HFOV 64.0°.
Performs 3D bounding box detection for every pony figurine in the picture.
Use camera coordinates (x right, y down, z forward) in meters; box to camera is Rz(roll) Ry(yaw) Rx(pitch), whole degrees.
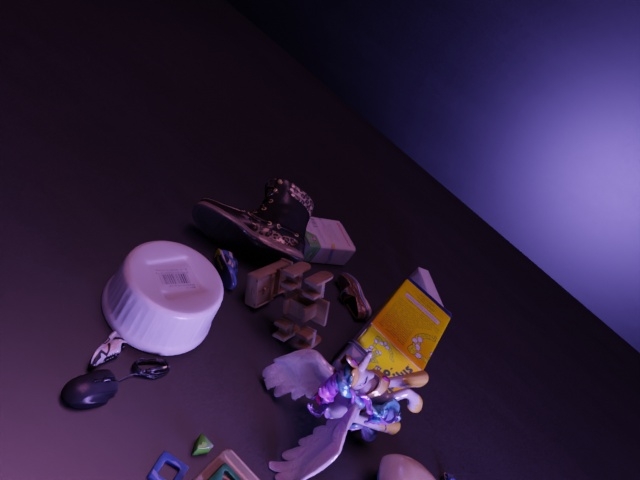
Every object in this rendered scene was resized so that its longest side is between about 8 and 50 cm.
[{"bbox_3d":[0.058,0.382,1.219,0.363,0.351,0.302,33,30,-45],"label":"pony figurine"}]

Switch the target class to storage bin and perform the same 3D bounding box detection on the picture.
[{"bbox_3d":[0.065,0.356,1.415,0.098,0.135,0.091,45,44,12],"label":"storage bin"}]

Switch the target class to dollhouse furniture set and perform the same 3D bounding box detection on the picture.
[{"bbox_3d":[-0.069,0.156,1.463,0.242,0.212,0.161,21,25,29],"label":"dollhouse furniture set"}]

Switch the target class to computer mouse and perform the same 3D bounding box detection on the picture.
[{"bbox_3d":[-0.424,0.291,1.090,0.242,0.041,0.071,-11,55,-51],"label":"computer mouse"}]

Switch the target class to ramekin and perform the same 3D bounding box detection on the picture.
[{"bbox_3d":[-0.376,0.129,1.260,0.277,0.135,0.277,26,33,-18],"label":"ramekin"}]

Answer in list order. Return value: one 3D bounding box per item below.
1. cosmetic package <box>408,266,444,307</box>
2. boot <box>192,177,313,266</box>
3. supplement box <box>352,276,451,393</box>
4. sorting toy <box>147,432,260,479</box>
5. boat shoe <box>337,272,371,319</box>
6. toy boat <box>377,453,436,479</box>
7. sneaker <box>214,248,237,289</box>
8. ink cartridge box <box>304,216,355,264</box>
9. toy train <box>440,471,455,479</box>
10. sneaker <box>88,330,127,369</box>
[{"bbox_3d":[0.396,0.222,1.935,0.061,0.099,0.239,19,37,-27],"label":"cosmetic package"},{"bbox_3d":[-0.195,-0.087,1.647,0.378,0.138,0.284,27,49,-12],"label":"boot"},{"bbox_3d":[0.236,0.299,1.585,0.195,0.194,0.356,42,32,8],"label":"supplement box"},{"bbox_3d":[-0.179,0.531,1.014,0.348,0.047,0.196,43,32,9],"label":"sorting toy"},{"bbox_3d":[0.103,0.184,1.726,0.066,0.066,0.183,-4,50,-45],"label":"boat shoe"},{"bbox_3d":[0.176,0.638,1.159,0.318,0.148,0.267,3,50,-53],"label":"toy boat"},{"bbox_3d":[-0.266,0.082,1.509,0.059,0.053,0.144,11,41,-39],"label":"sneaker"},{"bbox_3d":[0.000,0.000,1.839,0.213,0.093,0.154,5,44,-37],"label":"ink cartridge box"},{"bbox_3d":[0.350,0.683,1.346,0.027,0.036,0.158,23,34,-22],"label":"toy train"},{"bbox_3d":[-0.462,0.242,1.117,0.044,0.040,0.109,36,32,-6],"label":"sneaker"}]
